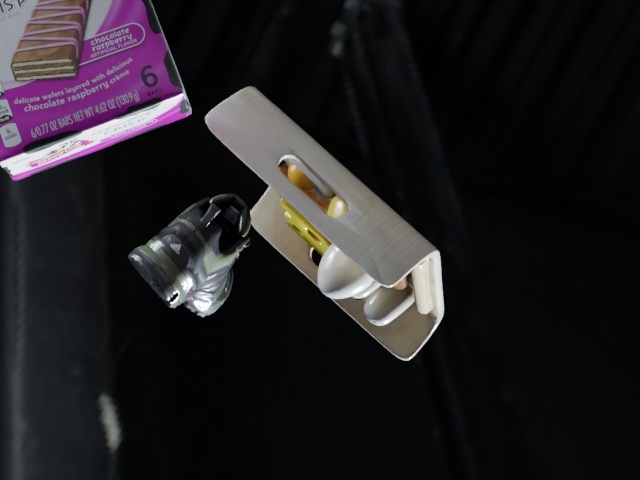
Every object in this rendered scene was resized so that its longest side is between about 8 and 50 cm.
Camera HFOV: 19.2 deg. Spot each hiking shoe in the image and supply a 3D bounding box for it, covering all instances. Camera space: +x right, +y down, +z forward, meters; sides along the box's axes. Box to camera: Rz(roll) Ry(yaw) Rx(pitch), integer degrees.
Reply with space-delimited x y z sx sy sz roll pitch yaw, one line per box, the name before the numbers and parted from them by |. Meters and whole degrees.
hiking shoe | -0.105 0.010 1.851 0.086 0.114 0.227 51 -174 5

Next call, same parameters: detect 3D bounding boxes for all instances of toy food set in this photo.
toy food set | 0.000 0.000 1.714 0.219 0.092 0.306 42 171 14

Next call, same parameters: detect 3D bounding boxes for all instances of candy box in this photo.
candy box | -0.218 -0.187 1.522 0.159 0.071 0.233 -21 -101 -3
